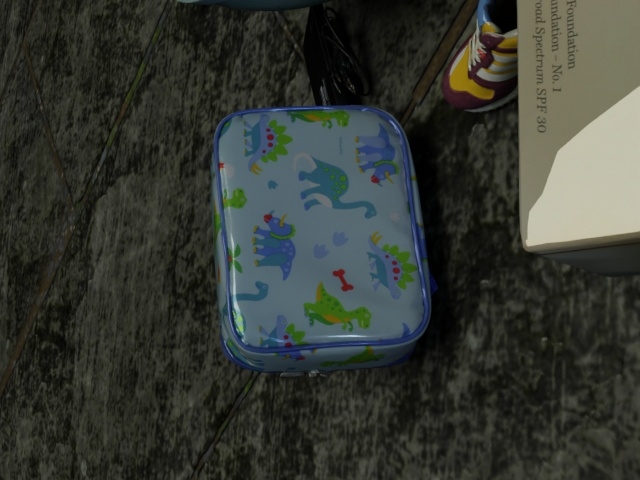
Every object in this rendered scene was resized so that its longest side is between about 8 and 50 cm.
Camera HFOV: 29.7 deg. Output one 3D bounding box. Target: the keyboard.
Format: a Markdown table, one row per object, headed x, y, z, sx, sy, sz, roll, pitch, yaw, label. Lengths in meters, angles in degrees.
| x | y | z | sx | sy | sz | roll | pitch | yaw | label |
| --- | --- | --- | --- | --- | --- | --- | --- | --- | --- |
| 0.022 | -0.140 | 1.135 | 0.100 | 0.038 | 0.192 | 105 | 155 | -57 | keyboard |

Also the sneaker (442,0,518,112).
| x | y | z | sx | sy | sz | roll | pitch | yaw | label |
| --- | --- | --- | --- | --- | --- | --- | --- | --- | --- |
| 0.135 | -0.155 | 0.896 | 0.185 | 0.084 | 0.070 | -33 | 56 | 50 | sneaker |

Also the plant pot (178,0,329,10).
| x | y | z | sx | sy | sz | roll | pitch | yaw | label |
| --- | --- | --- | --- | --- | --- | --- | --- | --- | --- |
| -0.003 | -0.331 | 1.054 | 0.293 | 0.196 | 0.293 | -20 | 66 | 55 | plant pot |

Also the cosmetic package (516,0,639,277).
| x | y | z | sx | sy | sz | roll | pitch | yaw | label |
| --- | --- | --- | --- | --- | --- | --- | --- | --- | --- |
| 0.256 | -0.077 | 0.578 | 0.309 | 0.113 | 0.160 | -9 | 75 | 39 | cosmetic package |

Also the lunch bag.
| x | y | z | sx | sy | sz | roll | pitch | yaw | label |
| --- | --- | --- | --- | --- | --- | --- | --- | --- | --- |
| 0.000 | 0.000 | 0.993 | 0.090 | 0.176 | 0.219 | 107 | 158 | -68 | lunch bag |
